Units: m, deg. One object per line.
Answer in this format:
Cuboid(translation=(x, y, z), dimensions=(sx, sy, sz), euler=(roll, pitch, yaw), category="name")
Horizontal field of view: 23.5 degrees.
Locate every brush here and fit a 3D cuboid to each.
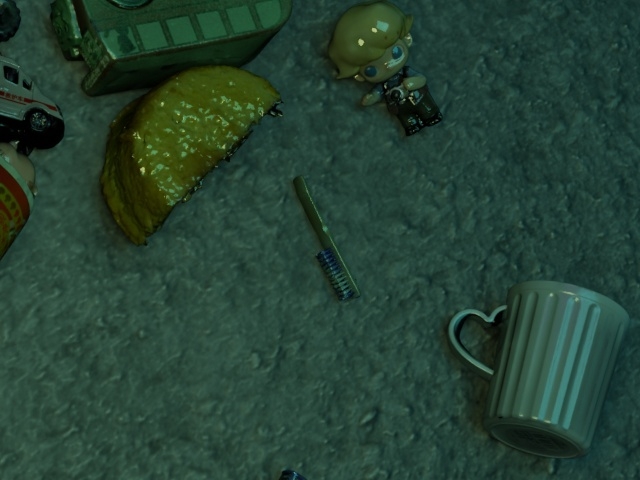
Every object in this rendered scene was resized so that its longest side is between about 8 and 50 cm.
Cuboid(translation=(0.000, 0.000, 2.024), dimensions=(0.030, 0.033, 0.178), euler=(-26, 88, -18), category="brush")

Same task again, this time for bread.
Cuboid(translation=(-0.178, -0.126, 1.894), dimensions=(0.147, 0.160, 0.260), euler=(46, 61, -4), category="bread")

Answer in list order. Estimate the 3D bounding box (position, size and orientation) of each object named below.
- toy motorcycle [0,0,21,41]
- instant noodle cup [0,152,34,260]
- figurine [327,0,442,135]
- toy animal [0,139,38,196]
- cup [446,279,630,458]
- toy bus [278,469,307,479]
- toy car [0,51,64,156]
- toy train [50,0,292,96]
Cuboid(translation=(-0.451, -0.324, 1.852), dimensions=(0.122, 0.082, 0.213), euler=(-20, 76, -42), category="toy motorcycle")
Cuboid(translation=(-0.480, 0.023, 1.637), dimensions=(0.294, 0.294, 0.308), euler=(43, 53, -11), category="instant noodle cup")
Cuboid(translation=(0.090, -0.234, 2.110), dimensions=(0.196, 0.114, 0.108), euler=(62, 34, -12), category="figurine")
Cuboid(translation=(-0.399, -0.080, 1.802), dimensions=(0.150, 0.083, 0.089), euler=(14, 107, -5), category="toy animal")
Cuboid(translation=(0.288, 0.174, 2.077), dimensions=(0.167, 0.221, 0.202), euler=(46, 55, -50), category="cup")
Cuboid(translation=(0.007, 0.346, 1.911), dimensions=(0.153, 0.051, 0.061), euler=(37, 67, -14), category="toy bus")
Cuboid(translation=(-0.403, -0.175, 1.827), dimensions=(0.210, 0.089, 0.108), euler=(14, 63, -21), category="toy car")
Cuboid(translation=(-0.176, -0.286, 1.957), dimensions=(0.326, 0.129, 0.159), euler=(-16, 81, -30), category="toy train")
